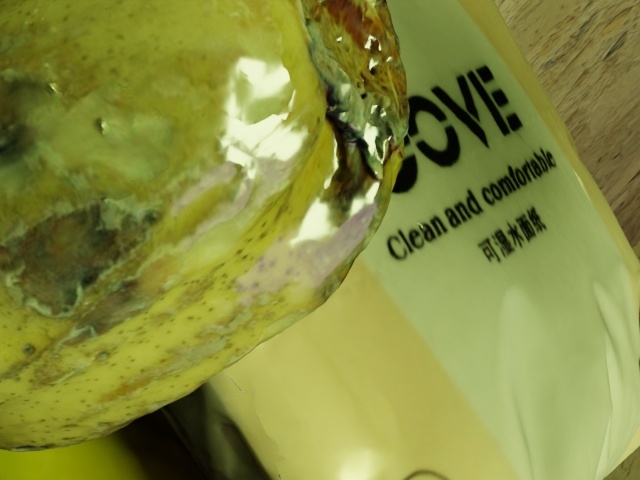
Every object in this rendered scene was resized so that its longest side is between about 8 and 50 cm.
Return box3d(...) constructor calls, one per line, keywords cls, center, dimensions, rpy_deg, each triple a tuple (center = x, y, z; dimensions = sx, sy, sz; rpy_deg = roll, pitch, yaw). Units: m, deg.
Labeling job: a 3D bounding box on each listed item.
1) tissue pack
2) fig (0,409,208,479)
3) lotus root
box3d(cls="tissue pack", center=(0.000, 0.000, 0.845), dimensions=(0.195, 0.390, 0.375), rpy_deg=(-33, 179, 27))
box3d(cls="fig", center=(-0.203, 0.165, 0.844), dimensions=(0.343, 0.343, 0.343), rpy_deg=(-40, 165, -13))
box3d(cls="lotus root", center=(-0.098, -0.005, 0.596), dimensions=(0.278, 0.154, 0.154), rpy_deg=(-35, 168, 17))
